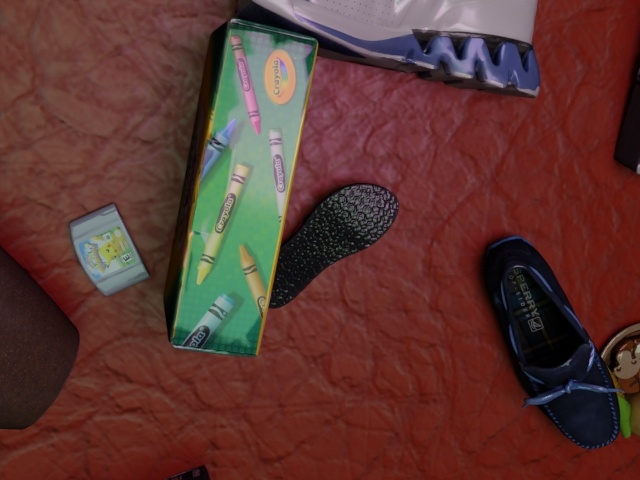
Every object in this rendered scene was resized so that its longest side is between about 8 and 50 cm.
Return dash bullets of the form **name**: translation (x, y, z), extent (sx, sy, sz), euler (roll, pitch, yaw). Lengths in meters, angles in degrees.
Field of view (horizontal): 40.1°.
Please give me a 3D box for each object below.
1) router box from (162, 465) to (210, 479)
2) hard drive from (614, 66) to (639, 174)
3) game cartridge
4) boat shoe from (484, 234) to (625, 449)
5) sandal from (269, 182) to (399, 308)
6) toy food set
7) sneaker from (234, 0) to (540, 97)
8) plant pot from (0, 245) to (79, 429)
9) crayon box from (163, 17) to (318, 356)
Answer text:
- **router box**: translation (-0.149, 0.274, 0.869), extent (0.092, 0.122, 0.038), euler (-19, 97, -8)
- **hard drive**: translation (0.508, -0.167, 0.933), extent (0.339, 0.064, 0.236), euler (7, 111, -11)
- **game cartridge**: translation (-0.210, 0.011, 0.866), extent (0.056, 0.017, 0.083), euler (-25, 104, -3)
- **boat shoe**: translation (0.239, 0.123, 0.933), extent (0.109, 0.089, 0.258), euler (-33, 100, 14)
- **sandal**: translation (0.000, 0.000, 0.900), extent (0.179, 0.040, 0.067), euler (-38, 100, 12)
- **toy food set**: translation (0.375, 0.158, 1.001), extent (0.192, 0.038, 0.132), euler (-20, 103, -8)
- **sneaker**: translation (0.082, -0.255, 0.834), extent (0.316, 0.127, 0.182), euler (10, 94, -20)
- **plant pot**: translation (-0.338, 0.072, 0.767), extent (0.230, 0.215, 0.215), euler (35, 91, -29)
- **crayon box**: translation (-0.080, -0.052, 0.804), extent (0.081, 0.165, 0.278), euler (9, 97, -13)
